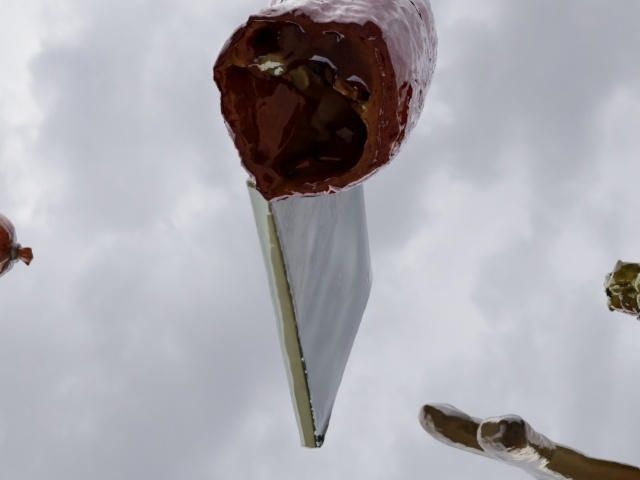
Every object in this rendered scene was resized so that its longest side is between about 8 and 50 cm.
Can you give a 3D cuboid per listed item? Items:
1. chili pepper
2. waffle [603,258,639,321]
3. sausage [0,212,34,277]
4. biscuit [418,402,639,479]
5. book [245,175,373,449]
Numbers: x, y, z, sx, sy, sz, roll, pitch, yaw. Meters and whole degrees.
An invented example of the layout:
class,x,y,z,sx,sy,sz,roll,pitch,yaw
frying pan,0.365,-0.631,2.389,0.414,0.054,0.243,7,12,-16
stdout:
class,x,y,z,sx,sy,sz,roll,pitch,yaw
chili pepper,0.024,-0.147,0.803,0.131,0.338,0.134,-15,-68,15
waffle,0.454,0.060,1.178,0.302,0.325,0.068,3,-96,-15
sausage,-0.356,-0.014,0.943,0.234,0.071,0.071,15,-78,4
biscuit,0.222,0.225,1.176,0.208,0.164,0.047,25,-102,-29
book,0.000,0.000,1.122,0.031,0.264,0.379,6,-44,16
